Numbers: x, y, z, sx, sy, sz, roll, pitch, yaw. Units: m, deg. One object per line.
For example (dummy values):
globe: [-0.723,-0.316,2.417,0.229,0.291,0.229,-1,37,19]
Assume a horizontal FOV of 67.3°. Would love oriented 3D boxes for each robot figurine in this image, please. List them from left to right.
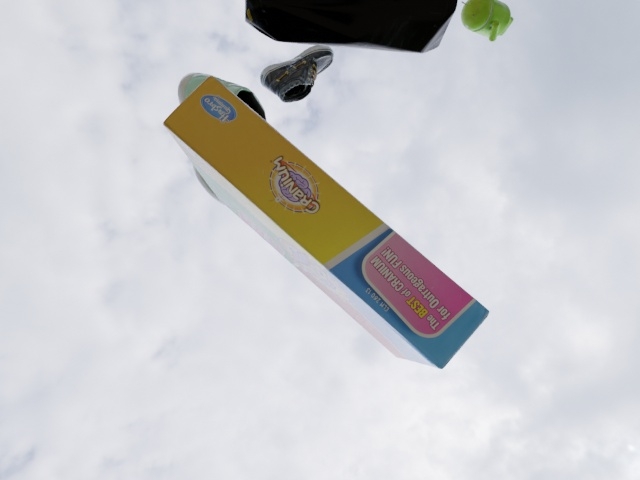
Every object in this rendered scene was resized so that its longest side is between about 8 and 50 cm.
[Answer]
robot figurine: [0.324,-0.439,0.941,0.115,0.067,0.101,-1,-126,-35]

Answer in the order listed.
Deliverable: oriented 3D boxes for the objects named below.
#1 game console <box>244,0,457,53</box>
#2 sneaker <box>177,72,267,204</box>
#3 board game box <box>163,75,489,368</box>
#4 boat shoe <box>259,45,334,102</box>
game console: [0.038,-0.374,0.464,0.214,0.044,0.360,1,-82,-10]
sneaker: [-0.144,-0.147,0.813,0.151,0.255,0.094,22,-129,35]
board game box: [0.000,0.000,0.516,0.317,0.242,0.064,41,-98,8]
boat shoe: [-0.030,-0.345,1.010,0.184,0.065,0.083,-31,-116,-21]
